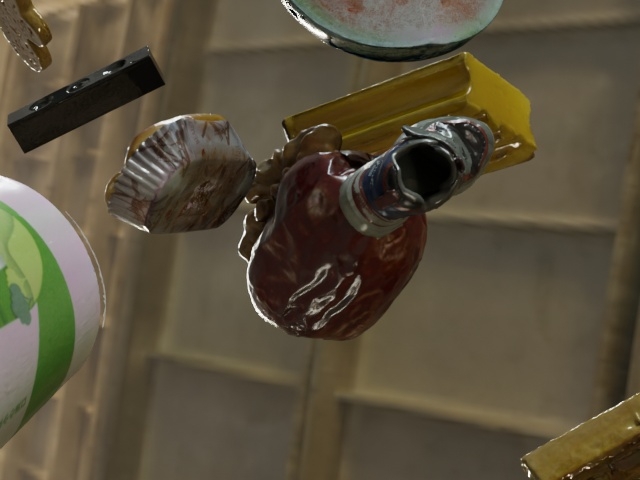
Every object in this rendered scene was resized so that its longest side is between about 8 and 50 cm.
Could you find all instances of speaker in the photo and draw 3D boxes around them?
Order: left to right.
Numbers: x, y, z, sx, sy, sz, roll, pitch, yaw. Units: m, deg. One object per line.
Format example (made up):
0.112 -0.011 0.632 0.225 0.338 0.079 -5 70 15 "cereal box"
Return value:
-0.283 -0.169 1.929 0.046 0.191 0.040 63 2 -27 "speaker"

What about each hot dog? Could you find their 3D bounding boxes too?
-0.143 -0.070 1.691 0.144 0.075 0.268 -60 164 6 "hot dog"

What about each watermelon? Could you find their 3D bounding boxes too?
0.069 -0.297 2.044 0.175 0.322 0.188 101 1 -71 "watermelon"

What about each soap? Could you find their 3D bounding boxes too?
0.123 -0.148 2.281 0.325 0.204 0.096 -17 -118 32 "soap"

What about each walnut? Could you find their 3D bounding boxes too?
0.000 0.000 2.023 0.269 0.244 0.222 -60 173 26 "walnut"

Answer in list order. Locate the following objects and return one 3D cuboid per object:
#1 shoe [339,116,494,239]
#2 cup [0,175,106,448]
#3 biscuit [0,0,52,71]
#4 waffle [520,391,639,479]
0.127 -0.092 1.829 0.099 0.227 0.125 53 -31 3 "shoe"
-0.306 0.079 1.153 0.274 0.253 0.253 -35 150 -60 "cup"
-0.379 -0.298 1.948 0.158 0.035 0.240 41 -18 29 "biscuit"
0.425 0.306 2.094 0.077 0.304 0.348 56 -8 35 "waffle"
